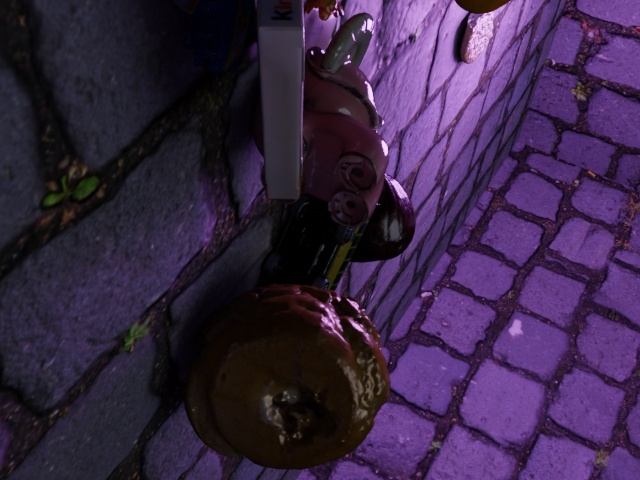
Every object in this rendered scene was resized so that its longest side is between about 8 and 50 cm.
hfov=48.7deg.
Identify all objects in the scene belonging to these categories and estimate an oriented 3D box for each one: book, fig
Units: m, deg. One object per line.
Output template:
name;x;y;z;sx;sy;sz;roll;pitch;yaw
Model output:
book;-0.010;-0.310;1.057;0.111;0.014;0.077;-27;140;-62
fig;0.109;-0.079;1.473;0.203;0.186;0.250;-19;128;-41

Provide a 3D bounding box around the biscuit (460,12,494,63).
biscuit;0.424;-0.564;1.884;0.188;0.040;0.265;-68;163;14

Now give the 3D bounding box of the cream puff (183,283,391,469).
cream puff;-0.053;0.225;1.211;0.343;0.327;0.231;-32;-164;15

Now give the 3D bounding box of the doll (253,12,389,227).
doll;0.022;-0.168;1.030;0.284;0.216;0.268;102;15;-46

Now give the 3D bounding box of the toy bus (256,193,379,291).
toy bus;0.000;0.000;1.346;0.262;0.128;0.150;-65;164;10

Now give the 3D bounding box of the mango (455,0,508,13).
mango;0.380;-0.628;1.371;0.301;0.220;0.445;-59;-178;-30

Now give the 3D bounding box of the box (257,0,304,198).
box;-0.043;-0.229;0.774;0.265;0.048;0.273;94;-4;-60

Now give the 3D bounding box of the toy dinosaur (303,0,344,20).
toy dinosaur;0.004;-0.341;0.874;0.117;0.070;0.288;108;-13;-47

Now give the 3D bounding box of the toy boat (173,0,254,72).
toy boat;-0.123;-0.264;0.722;0.110;0.091;0.175;0;110;-39
